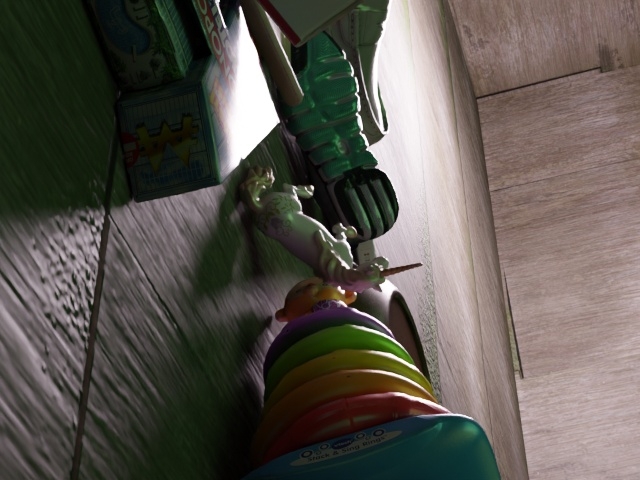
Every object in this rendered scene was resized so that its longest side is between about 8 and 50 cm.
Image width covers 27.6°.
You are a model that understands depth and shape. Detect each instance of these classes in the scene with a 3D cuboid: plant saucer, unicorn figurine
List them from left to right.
[{"bbox_3d":[0.000,0.000,1.036,0.111,0.162,0.060,-53,166,-76],"label":"unicorn figurine"},{"bbox_3d":[0.080,0.171,1.378,0.310,0.050,0.310,-12,90,-77],"label":"plant saucer"}]

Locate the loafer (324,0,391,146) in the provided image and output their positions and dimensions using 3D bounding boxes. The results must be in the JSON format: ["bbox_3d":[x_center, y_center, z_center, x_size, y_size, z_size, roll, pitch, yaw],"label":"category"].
[{"bbox_3d":[0.030,-0.253,1.409,0.112,0.112,0.319,-78,153,-63],"label":"loafer"}]

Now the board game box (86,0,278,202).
[{"bbox_3d":[-0.092,-0.117,0.843,0.194,0.060,0.194,-82,157,-60],"label":"board game box"}]

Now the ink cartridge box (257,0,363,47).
[{"bbox_3d":[-0.032,-0.270,0.972,0.172,0.100,0.237,49,17,-21],"label":"ink cartridge box"}]

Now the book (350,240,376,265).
[{"bbox_3d":[0.032,-0.048,1.357,0.096,0.035,0.144,-135,-145,-85],"label":"book"}]

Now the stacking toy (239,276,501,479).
[{"bbox_3d":[0.017,0.115,0.956,0.302,0.175,0.165,-105,178,-55],"label":"stacking toy"}]

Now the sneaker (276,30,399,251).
[{"bbox_3d":[-0.002,-0.096,1.269,0.098,0.083,0.223,-39,-113,65],"label":"sneaker"}]

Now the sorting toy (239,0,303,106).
[{"bbox_3d":[-0.067,-0.248,1.160,0.193,0.038,0.208,64,14,-48],"label":"sorting toy"}]
